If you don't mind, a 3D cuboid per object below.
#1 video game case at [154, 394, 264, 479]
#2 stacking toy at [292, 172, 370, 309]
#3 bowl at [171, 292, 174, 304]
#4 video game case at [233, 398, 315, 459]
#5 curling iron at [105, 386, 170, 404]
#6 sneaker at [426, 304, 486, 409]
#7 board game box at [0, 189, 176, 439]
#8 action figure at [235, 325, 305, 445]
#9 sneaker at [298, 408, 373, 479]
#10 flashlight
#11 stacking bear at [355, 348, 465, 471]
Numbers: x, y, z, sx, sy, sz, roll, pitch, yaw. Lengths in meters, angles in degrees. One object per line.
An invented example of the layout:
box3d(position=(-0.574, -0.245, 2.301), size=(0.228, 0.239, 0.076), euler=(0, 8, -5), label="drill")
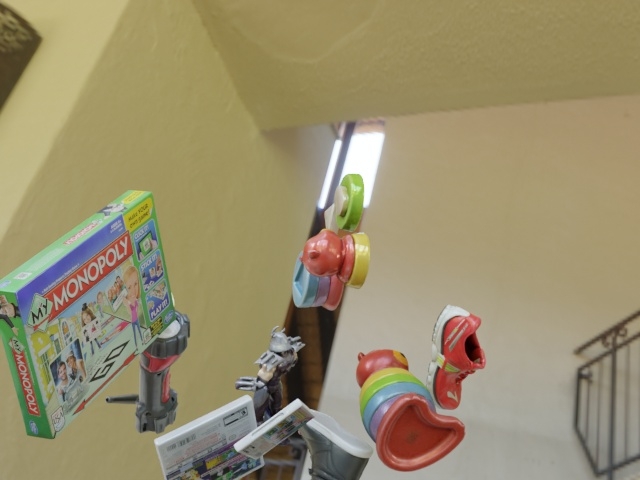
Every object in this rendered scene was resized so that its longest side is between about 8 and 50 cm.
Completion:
box3d(position=(-0.210, 0.410, 1.766), size=(0.023, 0.201, 0.183), euler=(37, -38, 48), label="video game case")
box3d(position=(0.000, 0.000, 2.037), size=(0.130, 0.280, 0.309), euler=(7, -25, -15), label="stacking toy")
box3d(position=(-0.354, 0.107, 1.638), size=(0.170, 0.170, 0.080), euler=(31, -65, -20), label="bowl")
box3d(position=(-0.082, 0.353, 1.701), size=(0.143, 0.019, 0.157), euler=(-36, -20, -4), label="video game case")
box3d(position=(-0.523, 0.439, 2.615), size=(0.035, 0.068, 0.274), euler=(-4, -2, 29), label="curling iron")
box3d(position=(0.311, 0.279, 2.057), size=(0.118, 0.107, 0.279), euler=(16, -55, 28), label="sneaker")
box3d(position=(-0.308, 0.088, 1.241), size=(0.046, 0.317, 0.214), euler=(5, -63, 21), label="board game box")
box3d(position=(-0.111, 0.308, 1.927), size=(0.099, 0.185, 0.285), euler=(23, -66, 32), label="action figure")
box3d(position=(-0.006, 0.469, 2.022), size=(0.104, 0.147, 0.295), euler=(18, 3, -35), label="sneaker")
box3d(position=(-0.315, 0.261, 1.817), size=(0.103, 0.103, 0.304), euler=(6, -45, -5), label="flashlight")
box3d(position=(0.154, 0.330, 1.910), size=(0.175, 0.289, 0.164), euler=(34, -76, -25), label="stacking bear")
